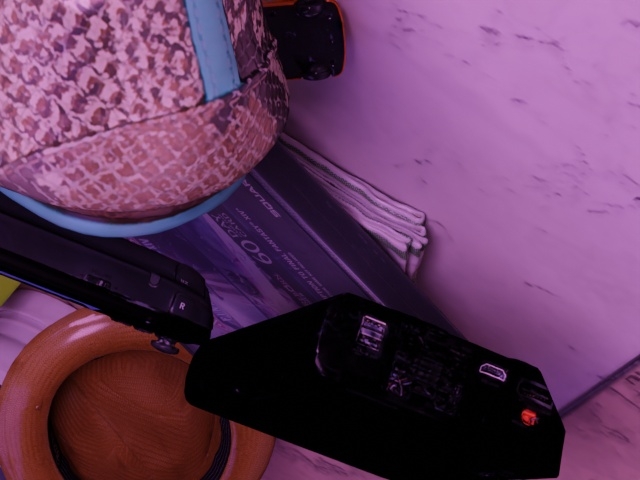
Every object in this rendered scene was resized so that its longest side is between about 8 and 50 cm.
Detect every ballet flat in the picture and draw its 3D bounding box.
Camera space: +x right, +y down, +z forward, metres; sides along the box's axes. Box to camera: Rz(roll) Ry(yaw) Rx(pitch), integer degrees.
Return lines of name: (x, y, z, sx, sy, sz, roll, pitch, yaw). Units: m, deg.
ballet flat: (-0.200, -0.157, 0.679, 0.483, 0.164, 0.182, 25, 133, 38)

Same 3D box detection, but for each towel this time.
towel: (0.000, 0.000, 0.849, 0.113, 0.023, 0.152, 34, 158, 12)

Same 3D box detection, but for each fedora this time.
fedora: (-0.123, 0.109, 1.087, 0.194, 0.194, 0.079, 51, -172, -29)

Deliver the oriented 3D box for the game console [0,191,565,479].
game console: (-0.075, 0.035, 0.741, 0.361, 0.044, 0.213, 23, 164, -14)

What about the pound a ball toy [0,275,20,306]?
pound a ball toy: (-0.383, -0.008, 1.111, 0.319, 0.208, 0.136, 45, 154, -20)

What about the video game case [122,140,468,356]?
video game case: (-0.052, 0.010, 0.884, 0.196, 0.026, 0.274, 46, 156, -20)

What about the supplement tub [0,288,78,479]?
supplement tub: (-0.245, 0.191, 1.203, 0.191, 0.272, 0.191, 30, 155, 15)

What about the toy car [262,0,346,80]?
toy car: (-0.033, -0.119, 0.678, 0.040, 0.060, 0.122, -85, -27, -68)
